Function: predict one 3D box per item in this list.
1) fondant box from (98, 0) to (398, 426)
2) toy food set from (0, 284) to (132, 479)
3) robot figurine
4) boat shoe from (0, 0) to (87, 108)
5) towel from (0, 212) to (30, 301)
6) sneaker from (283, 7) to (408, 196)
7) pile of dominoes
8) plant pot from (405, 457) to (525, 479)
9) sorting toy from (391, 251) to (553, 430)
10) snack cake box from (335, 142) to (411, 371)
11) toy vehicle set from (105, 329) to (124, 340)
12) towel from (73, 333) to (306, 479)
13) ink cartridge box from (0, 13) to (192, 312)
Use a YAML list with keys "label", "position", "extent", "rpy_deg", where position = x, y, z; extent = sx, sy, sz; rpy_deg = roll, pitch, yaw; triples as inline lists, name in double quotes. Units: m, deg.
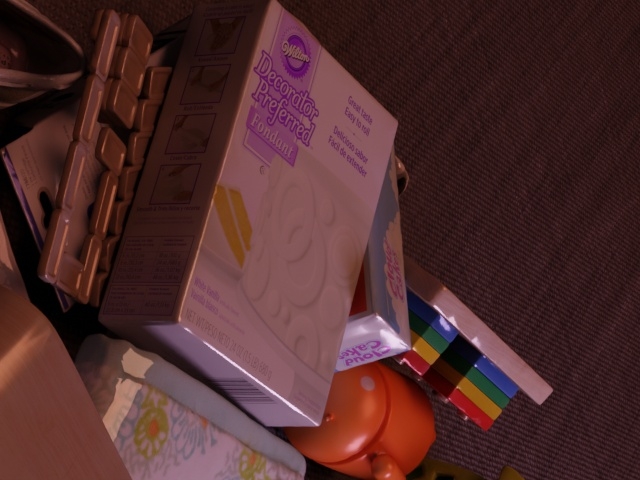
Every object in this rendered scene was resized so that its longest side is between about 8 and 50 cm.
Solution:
- label: "fondant box"
  position: [-0.058, -0.024, 1.827]
  extent: [0.238, 0.096, 0.330]
  rpy_deg: [41, 56, -47]
- label: "toy food set"
  position: [-0.250, 0.215, 1.467]
  extent: [0.220, 0.092, 0.306]
  rpy_deg: [-49, 131, -36]
- label: "robot figurine"
  position: [0.040, 0.188, 2.108]
  extent: [0.219, 0.128, 0.158]
  rpy_deg: [30, 60, -53]
- label: "boat shoe"
  position: [-0.320, -0.192, 1.596]
  extent: [0.320, 0.103, 0.118]
  rpy_deg: [34, 57, -53]
- label: "towel"
  position: [-0.338, 0.081, 1.572]
  extent: [0.317, 0.053, 0.332]
  rpy_deg: [-34, 113, -56]
- label: "sneaker"
  position: [-0.010, -0.157, 2.131]
  extent: [0.292, 0.110, 0.118]
  rpy_deg: [52, 22, -37]
- label: "pile of dominoes"
  position: [-0.195, -0.069, 1.697]
  extent: [0.196, 0.040, 0.251]
  rpy_deg: [56, 46, -72]
- label: "plant pot"
  position: [0.157, 0.385, 2.195]
  extent: [0.228, 0.207, 0.227]
  rpy_deg: [58, 40, -35]
- label: "sorting toy"
  position: [0.089, 0.080, 2.126]
  extent: [0.089, 0.255, 0.257]
  rpy_deg: [-50, 136, -1]
- label: "snack cake box"
  position: [0.000, 0.000, 1.994]
  extent: [0.089, 0.152, 0.264]
  rpy_deg: [45, 34, -50]
- label: "toy vehicle set"
  position: [-0.140, 0.111, 1.911]
  extent: [0.166, 0.035, 0.267]
  rpy_deg: [55, 41, -39]
- label: "towel"
  position: [-0.147, 0.292, 1.758]
  extent: [0.374, 0.090, 0.320]
  rpy_deg: [41, 60, -53]
- label: "ink cartridge box"
  position: [-0.175, -0.080, 1.827]
  extent: [0.332, 0.065, 0.165]
  rpy_deg: [-37, 117, -44]
